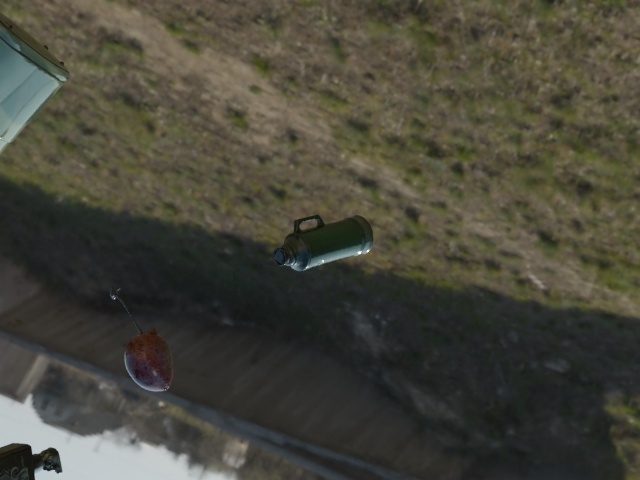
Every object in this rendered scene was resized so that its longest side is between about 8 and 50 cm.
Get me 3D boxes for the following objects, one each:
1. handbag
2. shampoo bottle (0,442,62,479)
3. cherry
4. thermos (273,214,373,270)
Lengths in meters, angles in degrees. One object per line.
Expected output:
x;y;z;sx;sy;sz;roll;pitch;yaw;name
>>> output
-0.570;-0.215;1.455;0.109;0.315;0.241;47;-176;26;handbag
-0.598;0.435;1.648;0.071;0.098;0.309;-9;180;29;shampoo bottle
-0.345;0.192;1.763;0.225;0.090;0.107;64;-167;21;cherry
0.002;0.004;1.605;0.188;0.083;0.073;-16;-146;-38;thermos
